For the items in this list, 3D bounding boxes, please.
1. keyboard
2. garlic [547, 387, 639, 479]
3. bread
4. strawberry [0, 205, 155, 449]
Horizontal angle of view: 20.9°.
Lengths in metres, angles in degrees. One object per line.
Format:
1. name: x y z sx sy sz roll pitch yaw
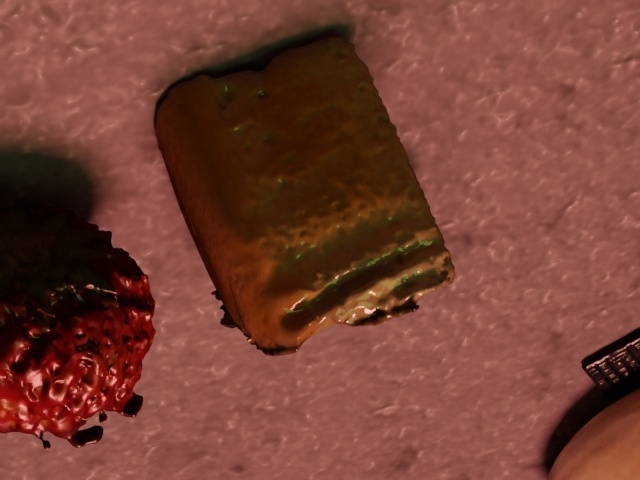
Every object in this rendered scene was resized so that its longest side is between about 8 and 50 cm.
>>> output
1. keyboard: 0.291 0.056 1.271 0.204 0.013 0.061 -31 140 12
2. garlic: 0.285 0.180 1.334 0.217 0.110 0.228 -11 146 -6
3. bread: 0.000 0.000 0.980 0.140 0.169 0.160 -21 157 -2
4. strawberry: -0.158 0.039 0.944 0.145 0.145 0.086 -2 127 -23
